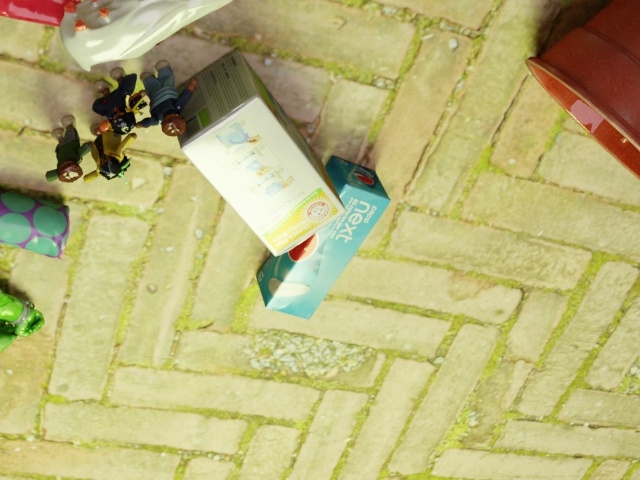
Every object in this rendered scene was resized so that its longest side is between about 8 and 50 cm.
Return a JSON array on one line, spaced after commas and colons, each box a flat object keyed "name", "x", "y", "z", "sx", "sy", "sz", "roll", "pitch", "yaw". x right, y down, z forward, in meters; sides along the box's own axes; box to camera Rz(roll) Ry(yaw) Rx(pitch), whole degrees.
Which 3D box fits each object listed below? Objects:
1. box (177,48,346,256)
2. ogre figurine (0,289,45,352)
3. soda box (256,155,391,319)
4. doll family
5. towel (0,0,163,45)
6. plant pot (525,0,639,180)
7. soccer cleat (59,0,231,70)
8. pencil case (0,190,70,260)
[{"name": "box", "x": -0.072, "y": -0.097, "z": 1.145, "sx": 0.103, "sy": 0.114, "sz": 0.203, "roll": -33, "pitch": 130, "yaw": 8}, {"name": "ogre figurine", "x": -0.444, "y": 0.103, "z": 1.201, "sx": 0.197, "sy": 0.096, "sz": 0.118, "roll": -4, "pitch": 141, "yaw": -1}, {"name": "soda box", "x": 0.000, "y": 0.000, "z": 1.277, "sx": 0.071, "sy": 0.067, "sz": 0.210, "roll": 18, "pitch": 120, "yaw": -29}, {"name": "doll family", "x": -0.216, "y": -0.121, "z": 1.082, "sx": 0.076, "sy": 0.111, "sz": 0.193, "roll": 32, "pitch": 112, "yaw": -35}, {"name": "towel", "x": -0.212, "y": -0.328, "z": 0.972, "sx": 0.199, "sy": 0.031, "sz": 0.274, "roll": 9, "pitch": 124, "yaw": -25}, {"name": "plant pot", "x": 0.426, "y": -0.210, "z": 1.137, "sx": 0.265, "sy": 0.272, "sz": 0.272, "roll": -46, "pitch": 127, "yaw": 9}, {"name": "soccer cleat", "x": -0.167, "y": -0.232, "z": 1.009, "sx": 0.196, "sy": 0.068, "sz": 0.076, "roll": -22, "pitch": 152, "yaw": -7}, {"name": "pencil case", "x": -0.366, "y": -0.020, "z": 1.146, "sx": 0.152, "sy": 0.064, "sz": 0.070, "roll": 10, "pitch": 108, "yaw": -24}]
